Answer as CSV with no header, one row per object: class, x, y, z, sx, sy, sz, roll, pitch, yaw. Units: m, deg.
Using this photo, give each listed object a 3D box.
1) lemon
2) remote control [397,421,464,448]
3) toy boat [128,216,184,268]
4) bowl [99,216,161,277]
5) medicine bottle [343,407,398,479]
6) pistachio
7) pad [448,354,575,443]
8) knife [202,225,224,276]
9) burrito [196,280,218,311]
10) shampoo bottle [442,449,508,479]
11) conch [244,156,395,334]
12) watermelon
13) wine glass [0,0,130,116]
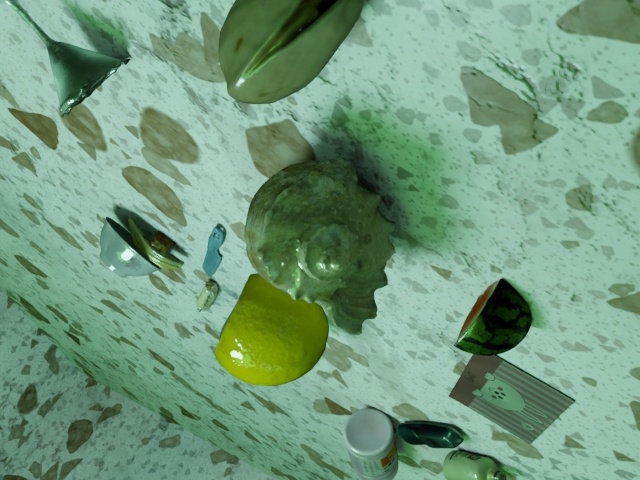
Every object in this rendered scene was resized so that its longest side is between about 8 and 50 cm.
lemon,-0.094,0.196,1.717,0.219,0.240,0.240,23,154,-3
remote control,0.264,0.474,1.970,0.072,0.042,0.222,45,152,-14
toy boat,-0.404,0.009,1.971,0.172,0.066,0.065,39,-176,-2
bowl,-0.490,0.036,2.009,0.189,0.086,0.189,44,177,3
medicine bottle,0.138,0.555,2.159,0.133,0.133,0.250,23,150,24
pistachio,-0.044,-0.259,0.999,0.137,0.153,0.238,33,129,-18
pad,0.370,0.316,1.618,0.202,0.005,0.300,30,154,12
knife,-0.246,0.030,1.871,0.044,0.019,0.313,33,156,-1
burrito,-0.292,0.146,2.094,0.185,0.041,0.045,133,125,-65
shampoo bottle,0.372,0.551,1.929,0.162,0.079,0.079,-4,134,53
conch,0.016,-0.007,1.294,0.210,0.352,0.297,-26,113,12
watermelon,0.271,0.127,1.333,0.125,0.135,0.094,53,-174,-38
wine glass,-0.462,-0.341,1.366,0.232,0.156,0.156,49,152,-16
